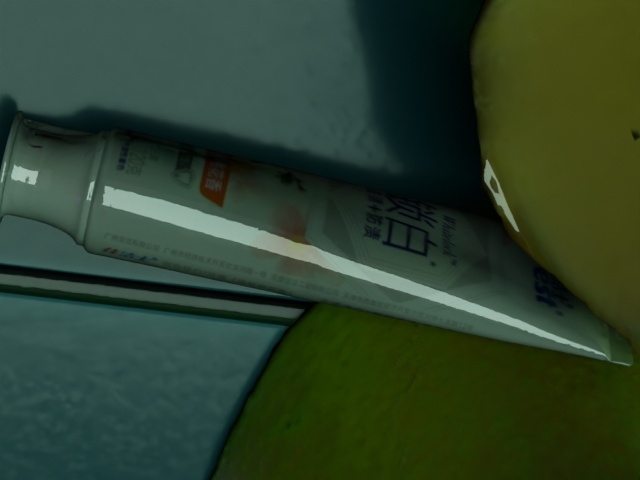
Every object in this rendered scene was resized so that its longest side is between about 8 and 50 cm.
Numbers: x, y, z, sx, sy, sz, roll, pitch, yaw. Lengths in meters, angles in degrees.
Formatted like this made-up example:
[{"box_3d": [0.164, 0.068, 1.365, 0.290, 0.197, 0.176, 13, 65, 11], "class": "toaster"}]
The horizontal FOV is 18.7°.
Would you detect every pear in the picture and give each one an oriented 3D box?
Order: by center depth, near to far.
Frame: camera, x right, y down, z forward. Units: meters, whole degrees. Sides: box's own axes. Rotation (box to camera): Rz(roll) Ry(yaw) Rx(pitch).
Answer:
[{"box_3d": [0.127, 0.200, 1.028, 0.399, 0.165, 0.399, -3, 102, -13], "class": "pear"}]

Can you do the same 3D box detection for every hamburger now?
[{"box_3d": [0.230, -0.083, 0.957, 0.276, 0.237, 0.276, 12, 116, 26], "class": "hamburger"}]

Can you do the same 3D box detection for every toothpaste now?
[{"box_3d": [0.000, 0.000, 0.979, 0.323, 0.100, 0.066, 13, 123, -6], "class": "toothpaste"}]
